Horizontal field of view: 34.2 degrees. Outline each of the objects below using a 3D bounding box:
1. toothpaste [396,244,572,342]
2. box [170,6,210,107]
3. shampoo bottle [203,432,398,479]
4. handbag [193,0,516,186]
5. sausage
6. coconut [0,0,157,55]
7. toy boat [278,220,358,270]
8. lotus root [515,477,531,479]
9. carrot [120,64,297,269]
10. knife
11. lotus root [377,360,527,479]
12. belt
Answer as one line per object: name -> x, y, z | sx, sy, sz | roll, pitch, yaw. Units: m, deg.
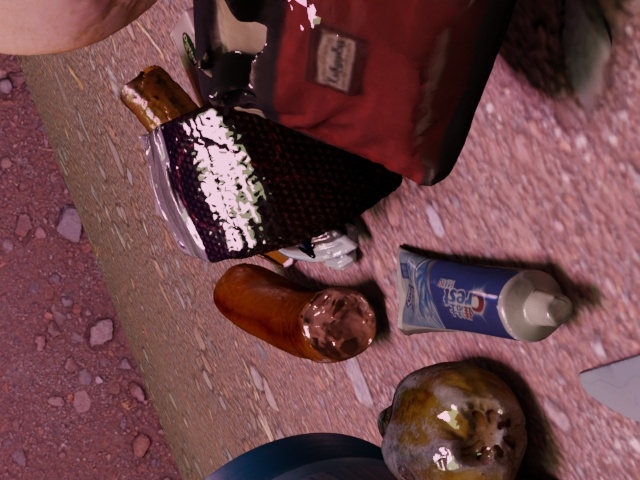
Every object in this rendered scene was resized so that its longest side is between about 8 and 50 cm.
toothpaste -> 0.110, 0.042, 0.778 | 0.069, 0.047, 0.268 | 57, 166, -10
box -> -0.111, -0.182, 1.110 | 0.125, 0.043, 0.089 | 67, 161, 0
shampoo bottle -> 0.045, 0.388, 0.894 | 0.342, 0.331, 0.331 | 32, 140, 57
handbag -> 0.016, -0.153, 0.544 | 0.181, 0.181, 0.254 | 20, 150, 8
sausage -> -0.026, 0.078, 1.105 | 0.103, 0.076, 0.302 | 45, 165, -20
coconut -> -0.274, -0.348, 0.856 | 0.415, 0.415, 0.345 | 130, 145, -69
toy boat -> 0.000, 0.000, 1.007 | 0.066, 0.059, 0.140 | 44, 164, -22
lotus root -> 0.160, 0.224, 0.816 | 0.152, 0.063, 0.072 | 153, 104, -74
carrot -> -0.109, -0.077, 1.096 | 0.260, 0.070, 0.070 | 49, 161, -3
knife -> 0.208, 0.075, 0.584 | 0.063, 0.034, 0.260 | 56, 165, 12
lotus root -> 0.100, 0.157, 0.856 | 0.192, 0.088, 0.113 | 158, 120, -70
belt -> -0.044, -0.057, 0.874 | 0.164, 0.184, 0.289 | 66, 167, -10
